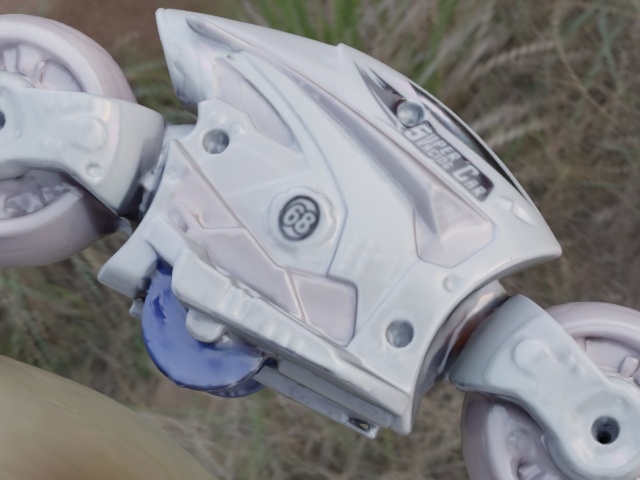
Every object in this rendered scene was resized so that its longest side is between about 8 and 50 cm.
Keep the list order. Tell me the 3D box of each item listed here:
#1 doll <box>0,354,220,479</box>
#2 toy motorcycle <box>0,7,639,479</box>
[{"bbox_3d":[-0.172,0.154,0.458,0.370,0.215,0.226,-35,58,10],"label":"doll"},{"bbox_3d":[0.000,0.000,0.500,0.254,0.112,0.112,26,89,5],"label":"toy motorcycle"}]
